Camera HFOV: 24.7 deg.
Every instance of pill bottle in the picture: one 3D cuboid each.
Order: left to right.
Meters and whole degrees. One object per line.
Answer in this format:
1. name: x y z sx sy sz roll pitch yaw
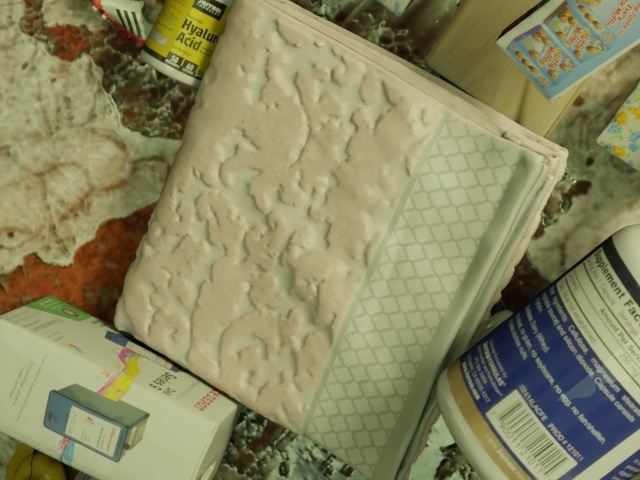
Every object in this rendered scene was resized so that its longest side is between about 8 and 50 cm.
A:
1. pill bottle: -0.104 -0.196 1.265 0.065 0.065 0.116 28 100 5
2. pill bottle: 0.230 0.084 1.094 0.265 0.153 0.153 -40 89 16

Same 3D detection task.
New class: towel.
1. towel: 0.000 0.000 1.222 0.317 0.053 0.332 30 108 21

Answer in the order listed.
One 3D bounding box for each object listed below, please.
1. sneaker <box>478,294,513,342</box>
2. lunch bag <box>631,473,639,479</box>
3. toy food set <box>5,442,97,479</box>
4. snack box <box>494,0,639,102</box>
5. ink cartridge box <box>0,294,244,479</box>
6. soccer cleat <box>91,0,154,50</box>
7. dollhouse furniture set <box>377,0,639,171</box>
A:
1. sneaker: 0.089 0.090 1.277 0.178 0.072 0.077 -28 68 12
2. lunch bag: 0.272 0.154 1.253 0.071 0.053 0.083 -35 65 11
3. toy food set: -0.218 0.277 1.332 0.128 0.071 0.218 -24 92 11
4. snack box: 0.205 -0.165 1.028 0.064 0.022 0.178 45 136 -10
5. ink cartridge box: -0.183 0.138 1.269 0.212 0.154 0.093 27 99 6
6. soccer cleat: -0.174 -0.204 1.295 0.083 0.029 0.035 42 92 -1
7. dollhouse furniture set: 0.219 -0.251 1.068 0.362 0.256 0.394 35 116 3
